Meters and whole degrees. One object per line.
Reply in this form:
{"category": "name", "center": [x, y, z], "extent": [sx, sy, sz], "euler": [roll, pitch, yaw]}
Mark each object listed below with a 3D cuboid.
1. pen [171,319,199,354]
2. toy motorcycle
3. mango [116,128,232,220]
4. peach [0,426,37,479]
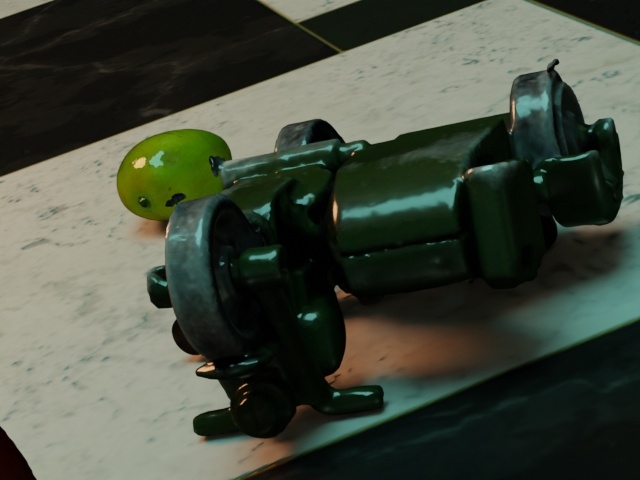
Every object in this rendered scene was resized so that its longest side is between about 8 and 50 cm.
{"category": "pen", "center": [0.000, 0.000, 1.039], "extent": [0.028, 0.028, 0.239], "euler": [1, 26, 41]}
{"category": "toy motorcycle", "center": [0.039, 0.000, 0.887], "extent": [0.205, 0.127, 0.275], "euler": [-9, 15, 19]}
{"category": "mango", "center": [-0.093, -0.046, 1.203], "extent": [0.073, 0.056, 0.108], "euler": [-4, 11, 23]}
{"category": "peach", "center": [-0.221, 0.173, 0.526], "extent": [0.361, 0.201, 0.258], "euler": [-22, 44, 3]}
